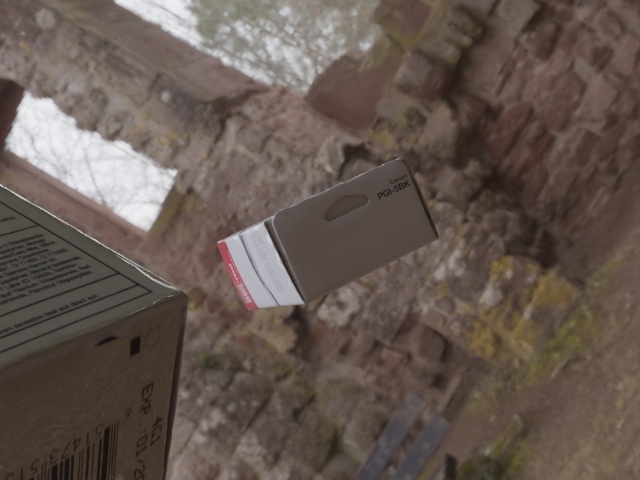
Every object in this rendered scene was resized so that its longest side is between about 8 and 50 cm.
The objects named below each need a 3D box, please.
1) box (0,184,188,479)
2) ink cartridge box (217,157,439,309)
[{"bbox_3d":[-0.194,0.050,0.404,0.148,0.232,0.127,-24,-48,-49],"label":"box"},{"bbox_3d":[0.000,0.000,0.600,0.099,0.056,0.135,-25,3,-18],"label":"ink cartridge box"}]
